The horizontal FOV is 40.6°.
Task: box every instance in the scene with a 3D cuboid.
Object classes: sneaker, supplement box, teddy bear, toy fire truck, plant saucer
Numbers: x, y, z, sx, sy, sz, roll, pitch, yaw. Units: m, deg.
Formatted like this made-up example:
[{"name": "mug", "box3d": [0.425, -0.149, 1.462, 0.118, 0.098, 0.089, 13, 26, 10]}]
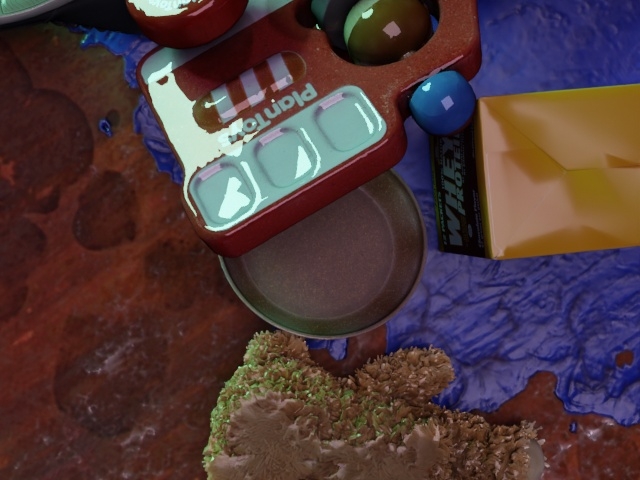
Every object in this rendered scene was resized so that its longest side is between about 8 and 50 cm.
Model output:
[{"name": "sneaker", "box3d": [-0.228, -0.211, 0.763, 0.222, 0.118, 0.083, -19, 75, -11]}, {"name": "supplement box", "box3d": [0.212, -0.058, 0.771, 0.191, 0.194, 0.129, -6, 91, -4]}, {"name": "teddy bear", "box3d": [0.055, 0.209, 0.816, 0.338, 0.113, 0.245, 5, 93, -11]}, {"name": "toy fire truck", "box3d": [-0.001, -0.146, 0.714, 0.302, 0.169, 0.254, -29, 60, -1]}, {"name": "plant saucer", "box3d": [0.000, 0.000, 0.813, 0.199, 0.036, 0.198, 4, 69, -9]}]
